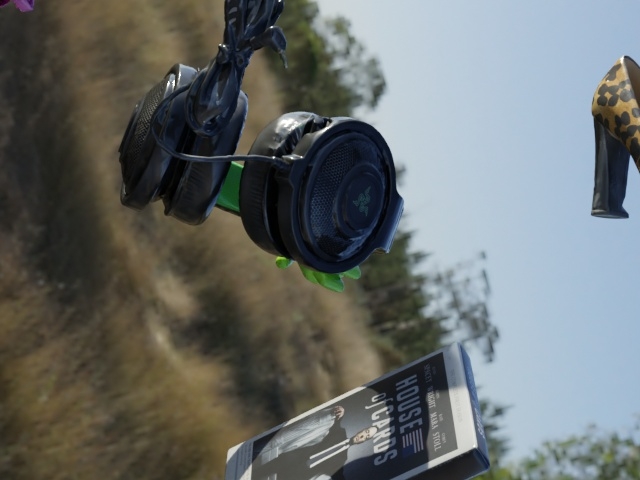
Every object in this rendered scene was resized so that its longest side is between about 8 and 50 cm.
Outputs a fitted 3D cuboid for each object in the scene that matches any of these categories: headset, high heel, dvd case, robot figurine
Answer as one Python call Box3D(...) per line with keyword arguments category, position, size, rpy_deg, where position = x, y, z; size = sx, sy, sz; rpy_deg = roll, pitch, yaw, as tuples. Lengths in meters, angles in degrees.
Box3D(category="headset", position=(-0.049, -0.086, 1.194), size=(0.394, 0.243, 0.185), rpy_deg=(43, 66, -79))
Box3D(category="high heel", position=(0.395, -0.121, 1.531), size=(0.093, 0.261, 0.186), rpy_deg=(9, 83, -39))
Box3D(category="dvd case", position=(0.024, 0.185, 1.205), size=(0.029, 0.239, 0.179), rpy_deg=(58, 12, -21))
Box3D(category="robot figurine", position=(0.000, 0.000, 1.552), size=(0.067, 0.101, 0.115), rpy_deg=(22, 36, -52))

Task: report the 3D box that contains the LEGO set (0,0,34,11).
Box3D(category="LEGO set", position=(-0.318, -0.325, 1.331), size=(0.087, 0.093, 0.227), rpy_deg=(64, 22, -59))
